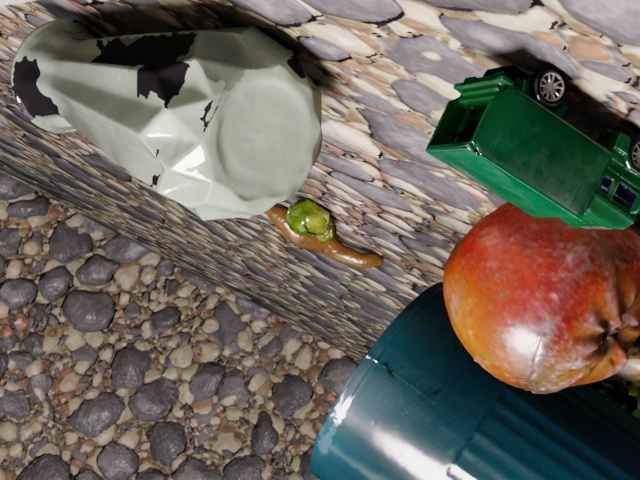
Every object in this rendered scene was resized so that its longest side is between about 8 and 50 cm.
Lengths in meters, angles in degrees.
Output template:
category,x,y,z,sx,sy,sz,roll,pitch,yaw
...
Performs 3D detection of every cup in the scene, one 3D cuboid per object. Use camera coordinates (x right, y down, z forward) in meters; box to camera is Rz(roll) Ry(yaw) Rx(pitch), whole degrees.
category,x,y,z,sx,sy,sz,roll,pitch,yaw
cup,0.171,0.239,1.306,0.292,0.242,0.307,33,141,19

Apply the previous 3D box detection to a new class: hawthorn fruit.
category,x,y,z,sx,sy,sz,roll,pitch,yaw
hawthorn fruit,0.187,0.039,1.067,0.173,0.172,0.173,26,171,5

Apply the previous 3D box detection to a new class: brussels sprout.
category,x,y,z,sx,sy,sz,roll,pitch,yaw
brussels sprout,-0.006,-0.023,1.612,0.051,0.046,0.083,14,175,38

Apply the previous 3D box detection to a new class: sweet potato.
category,x,y,z,sx,sy,sz,roll,pitch,yaw
sweet potato,-0.001,-0.001,1.723,0.179,0.044,0.044,29,170,-6

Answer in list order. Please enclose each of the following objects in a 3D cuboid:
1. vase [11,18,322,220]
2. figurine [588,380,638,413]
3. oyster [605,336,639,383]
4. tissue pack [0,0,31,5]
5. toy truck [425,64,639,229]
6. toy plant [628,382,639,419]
category,x,y,z,sx,sy,sz,roll,pitch,yaw
vase,-0.151,-0.125,1.142,0.165,0.165,0.360,34,172,-39
figurine,0.250,0.124,1.450,0.222,0.145,0.145,51,164,-14
oyster,0.343,0.099,1.179,0.221,0.096,0.361,25,172,-22
tissue pack,-0.259,-0.249,0.844,0.159,0.145,0.229,-5,177,-12
toy truck,0.156,-0.060,0.859,0.147,0.079,0.065,28,170,-23
toy plant,0.365,0.184,1.585,0.093,0.092,0.162,24,167,14
